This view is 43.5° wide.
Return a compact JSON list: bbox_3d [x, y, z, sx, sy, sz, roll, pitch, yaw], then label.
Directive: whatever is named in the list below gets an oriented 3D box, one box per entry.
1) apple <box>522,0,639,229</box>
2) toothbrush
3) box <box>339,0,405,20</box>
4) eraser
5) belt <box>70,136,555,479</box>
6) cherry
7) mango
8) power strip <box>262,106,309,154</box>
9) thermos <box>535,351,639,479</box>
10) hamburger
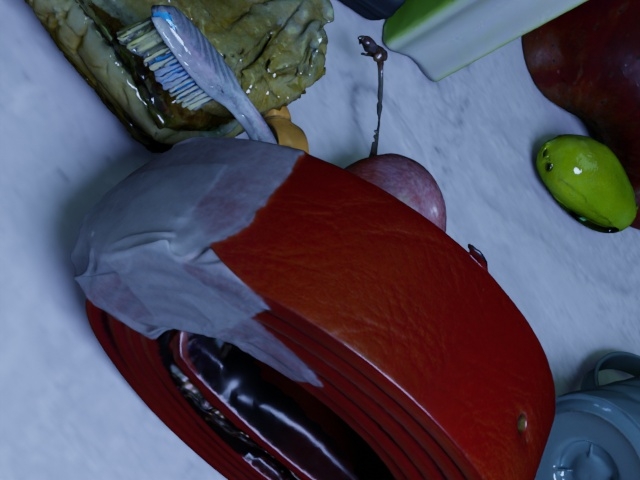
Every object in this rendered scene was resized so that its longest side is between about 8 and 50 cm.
[{"bbox_3d":[0.431,-0.211,1.045,0.365,0.295,0.329,-34,135,-41],"label":"apple"},{"bbox_3d":[0.000,0.000,0.570,0.413,0.042,0.035,52,28,-40],"label":"toothbrush"},{"bbox_3d":[0.023,-0.342,0.784,0.160,0.050,0.230,24,60,-32],"label":"box"},{"bbox_3d":[0.187,-0.296,0.756,0.092,0.274,0.210,27,58,-29],"label":"eraser"},{"bbox_3d":[0.001,0.074,0.493,0.324,0.227,0.115,46,49,-16],"label":"belt"},{"bbox_3d":[0.045,-0.065,0.674,0.107,0.090,0.226,-7,79,-40],"label":"cherry"},{"bbox_3d":[0.315,-0.066,0.919,0.165,0.074,0.091,27,57,-30],"label":"mango"},{"bbox_3d":[-0.030,-0.033,0.627,0.028,0.049,0.178,7,70,-35],"label":"power strip"},{"bbox_3d":[0.325,0.194,0.799,0.286,0.145,0.182,-2,43,-43],"label":"thermos"},{"bbox_3d":[-0.106,-0.154,0.573,0.206,0.130,0.183,46,46,6],"label":"hamburger"}]
